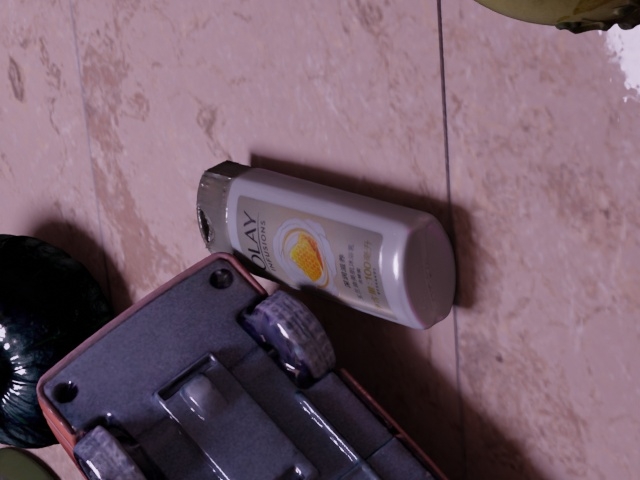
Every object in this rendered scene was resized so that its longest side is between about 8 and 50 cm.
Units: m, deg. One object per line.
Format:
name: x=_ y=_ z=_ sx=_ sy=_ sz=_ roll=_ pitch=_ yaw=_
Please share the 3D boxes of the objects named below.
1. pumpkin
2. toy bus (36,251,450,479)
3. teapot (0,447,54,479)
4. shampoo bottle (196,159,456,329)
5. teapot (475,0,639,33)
pumpkin: x=-0.271 y=0.089 z=1.683 sx=0.202 sy=0.140 sz=0.202 roll=11 pitch=115 yaw=23
toy bus: x=-0.009 y=0.232 z=1.372 sx=0.427 sy=0.203 sz=0.233 roll=47 pitch=163 yaw=24
teapot: x=-0.405 y=0.386 z=1.840 sx=0.200 sy=0.337 sz=0.270 roll=19 pitch=124 yaw=45
shampoo bottle: x=0.000 y=0.000 z=1.376 sx=0.227 sy=0.056 sz=0.086 roll=18 pitch=126 yaw=45
teapot: x=0.146 y=-0.187 z=1.041 sx=0.269 sy=0.173 sz=0.182 roll=26 pitch=169 yaw=10
